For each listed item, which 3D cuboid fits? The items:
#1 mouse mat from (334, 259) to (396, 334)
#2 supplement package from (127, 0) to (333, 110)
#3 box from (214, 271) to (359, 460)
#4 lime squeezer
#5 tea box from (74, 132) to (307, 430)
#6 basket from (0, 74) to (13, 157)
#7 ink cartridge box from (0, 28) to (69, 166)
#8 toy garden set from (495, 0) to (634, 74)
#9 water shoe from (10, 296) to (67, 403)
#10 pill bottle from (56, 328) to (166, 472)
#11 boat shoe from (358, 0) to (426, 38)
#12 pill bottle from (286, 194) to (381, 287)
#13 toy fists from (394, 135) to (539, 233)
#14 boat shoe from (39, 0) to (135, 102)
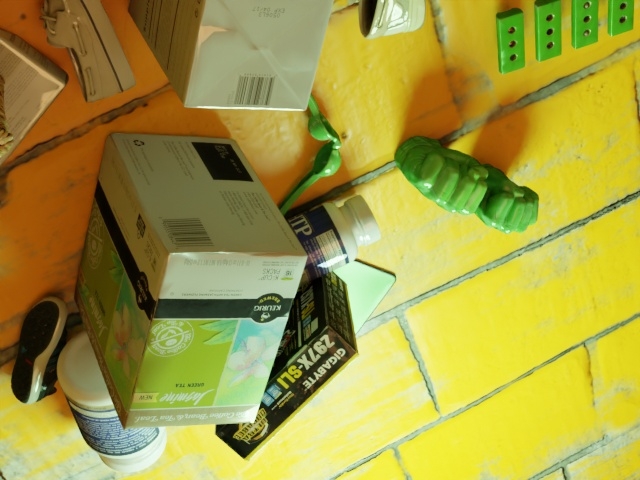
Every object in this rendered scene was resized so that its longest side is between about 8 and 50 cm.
[{"bbox_3d":[0.035,0.116,2.305,0.152,0.007,0.190,21,114,-36],"label":"mouse mat"},{"bbox_3d":[-0.128,-0.318,1.704,0.177,0.293,0.175,-1,124,-25],"label":"supplement package"},{"bbox_3d":[-0.058,0.190,2.111,0.257,0.322,0.079,-43,104,10],"label":"box"},{"bbox_3d":[-0.020,-0.163,2.048,0.110,0.059,0.310,7,128,6],"label":"lime squeezer"},{"bbox_3d":[-0.209,0.058,1.927,0.220,0.329,0.323,0,124,-26],"label":"tea box"},{"bbox_3d":[-0.560,-0.201,1.604,0.213,0.223,0.299,-35,123,5],"label":"basket"},{"bbox_3d":[-0.499,-0.223,1.775,0.232,0.066,0.189,38,104,-19],"label":"ink cartridge box"},{"bbox_3d":[0.388,-0.399,2.060,0.244,0.049,0.204,-20,132,-10],"label":"toy garden set"},{"bbox_3d":[-0.447,0.173,2.089,0.080,0.073,0.203,-12,133,-54],"label":"water shoe"},{"bbox_3d":[-0.338,0.270,2.128,0.153,0.153,0.265,-20,142,-11],"label":"pill bottle"},{"bbox_3d":[0.093,-0.427,1.858,0.098,0.109,0.302,-18,136,-14],"label":"boat shoe"},{"bbox_3d":[0.000,0.000,2.129,0.186,0.112,0.112,-26,132,-7],"label":"pill bottle"},{"bbox_3d":[0.258,-0.091,2.164,0.279,0.142,0.096,21,114,-36],"label":"toy fists"},{"bbox_3d":[-0.341,-0.300,1.756,0.088,0.096,0.267,-29,140,-9],"label":"boat shoe"}]
